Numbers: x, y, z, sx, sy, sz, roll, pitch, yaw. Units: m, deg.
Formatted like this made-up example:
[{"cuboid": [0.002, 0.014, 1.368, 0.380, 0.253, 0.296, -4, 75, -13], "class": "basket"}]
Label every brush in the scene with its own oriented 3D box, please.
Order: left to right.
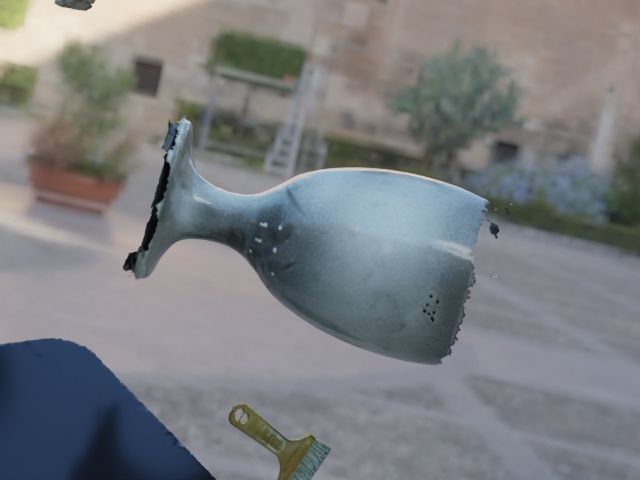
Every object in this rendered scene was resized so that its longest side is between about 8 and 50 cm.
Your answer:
[{"cuboid": [-0.061, 0.276, 2.529, 0.010, 0.082, 0.218, 23, -15, 42], "class": "brush"}]

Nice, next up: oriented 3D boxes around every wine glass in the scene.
[{"cuboid": [-0.003, 0.003, 1.834, 0.357, 0.191, 0.190, 14, 2, 0], "class": "wine glass"}]

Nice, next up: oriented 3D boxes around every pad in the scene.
[{"cuboid": [-0.267, 0.224, 1.697, 0.315, 0.063, 0.375, -4, 32, -40], "class": "pad"}]

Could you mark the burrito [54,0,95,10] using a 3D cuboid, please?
[{"cuboid": [-0.253, -0.347, 2.082, 0.058, 0.188, 0.045, 18, -7, -22], "class": "burrito"}]
